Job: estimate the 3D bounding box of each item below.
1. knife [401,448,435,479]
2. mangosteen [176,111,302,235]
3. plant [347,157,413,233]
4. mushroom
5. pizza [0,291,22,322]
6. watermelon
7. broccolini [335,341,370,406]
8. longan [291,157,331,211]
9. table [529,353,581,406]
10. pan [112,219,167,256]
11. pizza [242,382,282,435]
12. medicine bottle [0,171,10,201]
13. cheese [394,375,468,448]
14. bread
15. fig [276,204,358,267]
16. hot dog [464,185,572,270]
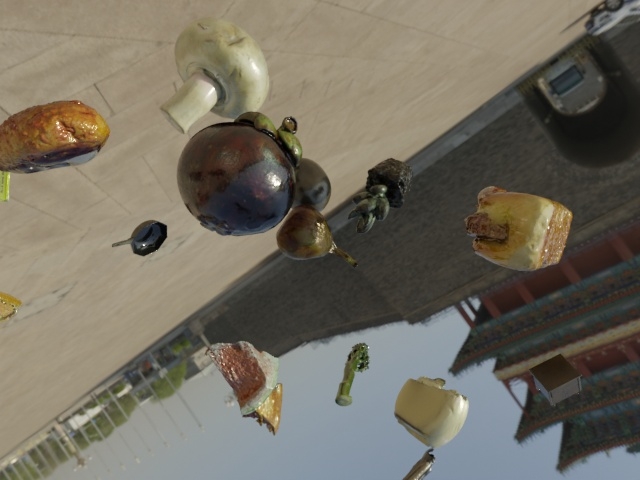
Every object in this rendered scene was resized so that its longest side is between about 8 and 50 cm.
[{"bbox_3d":[0.210,0.707,1.294,0.365,0.043,0.089,-24,154,-37],"label":"knife"},{"bbox_3d":[-0.198,-0.181,1.197,0.306,0.306,0.359,-37,-152,62],"label":"mangosteen"},{"bbox_3d":[0.190,-0.150,1.528,0.149,0.146,0.274,19,-124,34],"label":"plant"},{"bbox_3d":[-0.323,-0.502,1.453,0.356,0.315,0.315,-51,172,24],"label":"mushroom"},{"bbox_3d":[-0.797,0.137,0.994,0.188,0.080,0.204,-28,150,-1],"label":"pizza"},{"bbox_3d":[-0.153,0.259,0.975,0.098,0.158,0.121,-35,180,6],"label":"watermelon"},{"bbox_3d":[0.095,0.372,1.278,0.078,0.074,0.392,-66,173,12],"label":"broccolini"},{"bbox_3d":[-0.054,-0.192,1.683,0.198,0.212,0.198,-25,160,-10],"label":"longan"},{"bbox_3d":[0.544,0.327,1.071,0.083,0.082,0.070,-28,-146,0],"label":"table"},{"bbox_3d":[-0.569,-0.022,1.461,0.128,0.048,0.202,-56,161,-4],"label":"pan"},{"bbox_3d":[-0.180,0.493,1.382,0.069,0.153,0.194,-6,155,27],"label":"pizza"},{"bbox_3d":[-0.722,-0.145,0.931,0.141,0.137,0.250,1,-175,-25],"label":"medicine bottle"},{"bbox_3d":[0.382,0.576,1.609,0.233,0.127,0.266,-54,-155,-15],"label":"cheese"},{"bbox_3d":[-0.419,-0.152,0.704,0.269,0.095,0.140,4,-166,45],"label":"bread"},{"bbox_3d":[-0.026,0.021,1.550,0.191,0.290,0.190,-31,-154,17],"label":"fig"},{"bbox_3d":[0.512,-0.036,1.227,0.405,0.223,0.185,0,107,-55],"label":"hot dog"}]
